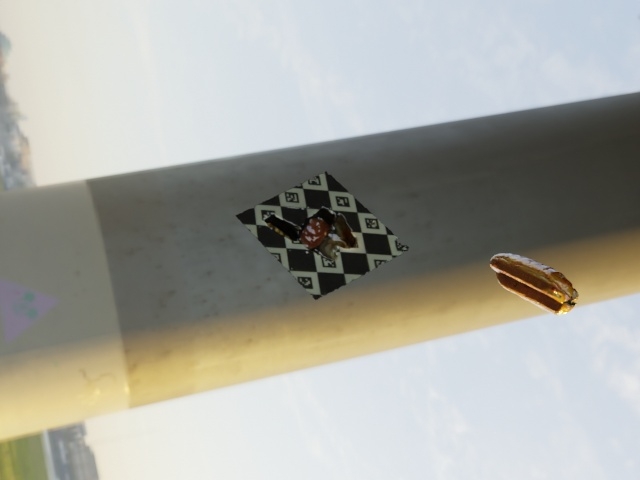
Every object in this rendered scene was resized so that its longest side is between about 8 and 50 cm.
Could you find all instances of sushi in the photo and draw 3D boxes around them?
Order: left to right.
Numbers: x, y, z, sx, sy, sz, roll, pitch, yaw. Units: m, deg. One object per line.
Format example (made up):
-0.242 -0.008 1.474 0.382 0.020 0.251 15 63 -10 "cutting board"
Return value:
0.000 0.000 0.939 0.120 0.126 0.026 45 -39 22 "sushi"

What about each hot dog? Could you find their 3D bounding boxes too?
0.254 0.048 1.177 0.062 0.038 0.144 60 -14 -27 "hot dog"
